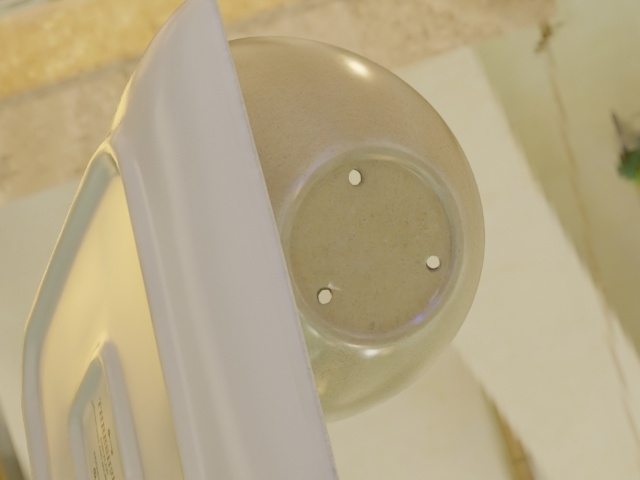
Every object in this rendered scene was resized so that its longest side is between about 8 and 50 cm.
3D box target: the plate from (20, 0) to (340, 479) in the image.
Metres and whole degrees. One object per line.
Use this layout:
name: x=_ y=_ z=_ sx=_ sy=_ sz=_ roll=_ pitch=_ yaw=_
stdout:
plate: x=-0.071 y=0.087 z=0.768 sx=0.278 sy=0.045 sz=0.277 roll=121 pitch=-40 yaw=-52

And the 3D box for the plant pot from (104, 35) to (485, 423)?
plant pot: x=0.000 y=0.000 z=1.285 sx=0.191 sy=0.284 sz=0.284 roll=10 pitch=-61 yaw=68
